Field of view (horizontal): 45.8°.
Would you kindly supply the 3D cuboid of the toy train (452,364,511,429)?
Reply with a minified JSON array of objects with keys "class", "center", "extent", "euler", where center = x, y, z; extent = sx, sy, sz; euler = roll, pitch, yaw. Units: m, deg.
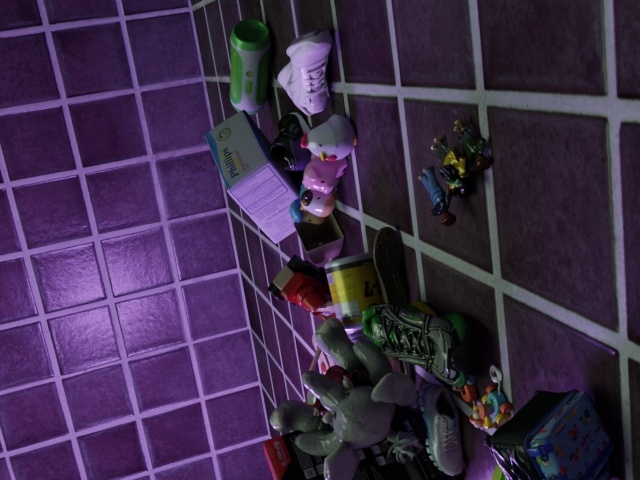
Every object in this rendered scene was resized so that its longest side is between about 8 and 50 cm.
[{"class":"toy train","center":[0.285,0.285,1.382],"extent":[0.166,0.046,0.125],"euler":[125,129,-70]}]

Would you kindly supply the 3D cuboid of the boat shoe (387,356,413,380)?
[{"class":"boat shoe","center":[0.159,0.347,1.778],"extent":[0.095,0.095,0.258],"euler":[-130,31,-58]}]

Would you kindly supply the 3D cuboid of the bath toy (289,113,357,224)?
[{"class":"bath toy","center":[-0.002,-0.167,1.865],"extent":[0.348,0.129,0.151],"euler":[108,146,-60]}]

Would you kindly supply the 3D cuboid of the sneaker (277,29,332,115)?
[{"class":"sneaker","center":[-0.014,-0.397,1.806],"extent":[0.152,0.114,0.305],"euler":[61,167,5]}]

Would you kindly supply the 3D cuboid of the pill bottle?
[{"class":"pill bottle","center":[0.088,0.139,1.713],"extent":[0.119,0.119,0.209],"euler":[153,104,-74]}]

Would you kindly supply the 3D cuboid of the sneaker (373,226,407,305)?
[{"class":"sneaker","center":[0.143,0.059,1.658],"extent":[0.071,0.066,0.189],"euler":[-141,42,-73]}]

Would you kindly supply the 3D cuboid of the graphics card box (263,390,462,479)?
[{"class":"graphics card box","center":[0.088,0.485,1.628],"extent":[0.094,0.370,0.233],"euler":[86,162,-44]}]

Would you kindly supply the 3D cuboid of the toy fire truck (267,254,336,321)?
[{"class":"toy fire truck","center":[0.021,0.156,2.008],"extent":[0.246,0.158,0.217],"euler":[44,-171,33]}]

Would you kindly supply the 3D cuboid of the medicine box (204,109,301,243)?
[{"class":"medicine box","center":[-0.177,-0.184,2.209],"extent":[0.289,0.149,0.263],"euler":[51,-172,-48]}]

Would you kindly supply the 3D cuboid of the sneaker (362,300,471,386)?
[{"class":"sneaker","center":[0.180,0.196,1.454],"extent":[0.343,0.146,0.134],"euler":[-170,82,-72]}]

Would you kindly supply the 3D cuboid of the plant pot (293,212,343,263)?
[{"class":"plant pot","center":[0.000,0.000,2.047],"extent":[0.096,0.109,0.109],"euler":[78,169,-53]}]

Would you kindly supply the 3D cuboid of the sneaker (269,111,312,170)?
[{"class":"sneaker","center":[-0.091,-0.275,2.086],"extent":[0.283,0.124,0.107],"euler":[-127,29,-56]}]

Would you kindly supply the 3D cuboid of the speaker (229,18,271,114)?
[{"class":"speaker","center":[-0.217,-0.527,2.321],"extent":[0.297,0.131,0.131],"euler":[101,151,-55]}]

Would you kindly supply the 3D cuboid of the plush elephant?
[{"class":"plush elephant","center":[0.056,0.330,1.512],"extent":[0.330,0.272,0.255],"euler":[33,173,17]}]

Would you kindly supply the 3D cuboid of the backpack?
[{"class":"backpack","center":[0.335,0.312,1.051],"extent":[0.117,0.158,0.173],"euler":[-21,96,56]}]

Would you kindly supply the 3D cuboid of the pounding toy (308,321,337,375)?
[{"class":"pounding toy","center":[0.012,0.344,2.171],"extent":[0.154,0.154,0.270],"euler":[-150,49,-63]}]

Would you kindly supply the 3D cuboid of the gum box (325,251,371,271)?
[{"class":"gum box","center":[0.089,0.124,1.819],"extent":[0.062,0.107,0.189],"euler":[128,128,-70]}]

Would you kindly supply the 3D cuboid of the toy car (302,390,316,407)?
[{"class":"toy car","center":[0.043,0.395,1.954],"extent":[0.210,0.237,0.219],"euler":[163,94,-74]}]

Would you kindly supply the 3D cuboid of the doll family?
[{"class":"doll family","center":[0.221,-0.105,1.257],"extent":[0.193,0.076,0.111],"euler":[96,152,-61]}]

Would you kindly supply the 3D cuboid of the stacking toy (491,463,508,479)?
[{"class":"stacking toy","center":[0.376,0.489,1.221],"extent":[0.309,0.130,0.280],"euler":[114,166,-61]}]

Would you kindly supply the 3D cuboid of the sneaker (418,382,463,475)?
[{"class":"sneaker","center":[0.253,0.384,1.539],"extent":[0.083,0.071,0.191],"euler":[144,112,-67]}]
